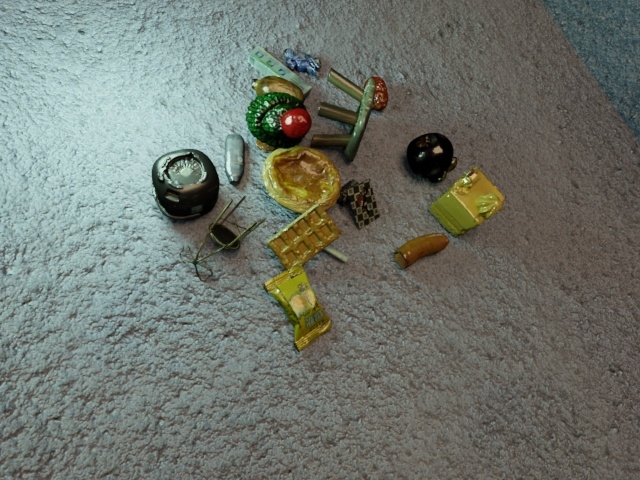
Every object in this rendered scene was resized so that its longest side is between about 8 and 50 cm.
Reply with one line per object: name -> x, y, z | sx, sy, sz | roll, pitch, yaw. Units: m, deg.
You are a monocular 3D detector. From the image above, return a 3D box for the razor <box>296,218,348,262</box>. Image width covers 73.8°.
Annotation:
razor -> -0.005, 0.009, 1.789 | 0.278, 0.111, 0.056 | 38, 74, -8

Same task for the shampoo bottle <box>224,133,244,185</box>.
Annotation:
shampoo bottle -> -0.371, -0.351, 1.846 | 0.087, 0.049, 0.233 | 2, 68, -16

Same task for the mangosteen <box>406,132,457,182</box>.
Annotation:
mangosteen -> 0.536, -0.397, 2.038 | 0.243, 0.243, 0.242 | 6, 67, -13

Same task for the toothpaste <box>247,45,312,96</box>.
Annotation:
toothpaste -> -0.200, -0.808, 2.072 | 0.337, 0.067, 0.081 | 39, 63, 2

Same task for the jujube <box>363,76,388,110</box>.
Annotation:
jujube -> 0.285, -0.743, 2.163 | 0.112, 0.109, 0.176 | -16, 79, 17

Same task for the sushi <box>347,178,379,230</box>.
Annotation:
sushi -> 0.185, -0.161, 1.897 | 0.139, 0.031, 0.201 | -30, 116, -27

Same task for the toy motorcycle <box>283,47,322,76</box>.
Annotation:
toy motorcycle -> -0.091, -0.893, 2.137 | 0.205, 0.076, 0.114 | 14, 74, -12

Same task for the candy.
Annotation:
candy -> -0.083, 0.256, 1.653 | 0.187, 0.081, 0.297 | -29, 90, -24

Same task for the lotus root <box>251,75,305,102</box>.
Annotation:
lotus root -> -0.201, -0.685, 1.980 | 0.260, 0.128, 0.145 | 21, 95, -9

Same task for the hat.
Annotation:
hat -> -0.143, -0.491, 1.801 | 0.274, 0.242, 0.332 | -19, 33, -27

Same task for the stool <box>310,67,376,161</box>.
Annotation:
stool -> 0.101, -0.564, 1.930 | 0.226, 0.310, 0.310 | 14, 64, -2

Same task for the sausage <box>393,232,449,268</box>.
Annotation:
sausage -> 0.450, 0.035, 1.889 | 0.271, 0.109, 0.108 | -20, 75, -21

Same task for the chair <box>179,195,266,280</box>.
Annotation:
chair -> -0.380, -0.015, 1.664 | 0.160, 0.170, 0.325 | 44, 108, 1

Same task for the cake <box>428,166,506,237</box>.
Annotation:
cake -> 0.681, -0.180, 1.934 | 0.222, 0.286, 0.227 | -40, 83, -25

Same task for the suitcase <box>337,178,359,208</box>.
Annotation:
suitcase -> 0.121, -0.211, 1.903 | 0.059, 0.086, 0.126 | 44, 65, 12

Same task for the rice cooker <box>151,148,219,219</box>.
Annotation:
rice cooker -> -0.524, -0.216, 1.653 | 0.267, 0.224, 0.267 | 5, 69, -13

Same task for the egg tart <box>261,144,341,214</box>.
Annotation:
egg tart -> -0.085, -0.246, 1.829 | 0.352, 0.150, 0.351 | 7, 65, -15

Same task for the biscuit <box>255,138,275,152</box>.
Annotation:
biscuit -> -0.248, -0.435, 1.934 | 0.091, 0.015, 0.078 | 5, 67, -13

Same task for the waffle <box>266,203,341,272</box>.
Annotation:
waffle -> -0.066, -0.008, 1.709 | 0.274, 0.057, 0.168 | -38, 108, 0
